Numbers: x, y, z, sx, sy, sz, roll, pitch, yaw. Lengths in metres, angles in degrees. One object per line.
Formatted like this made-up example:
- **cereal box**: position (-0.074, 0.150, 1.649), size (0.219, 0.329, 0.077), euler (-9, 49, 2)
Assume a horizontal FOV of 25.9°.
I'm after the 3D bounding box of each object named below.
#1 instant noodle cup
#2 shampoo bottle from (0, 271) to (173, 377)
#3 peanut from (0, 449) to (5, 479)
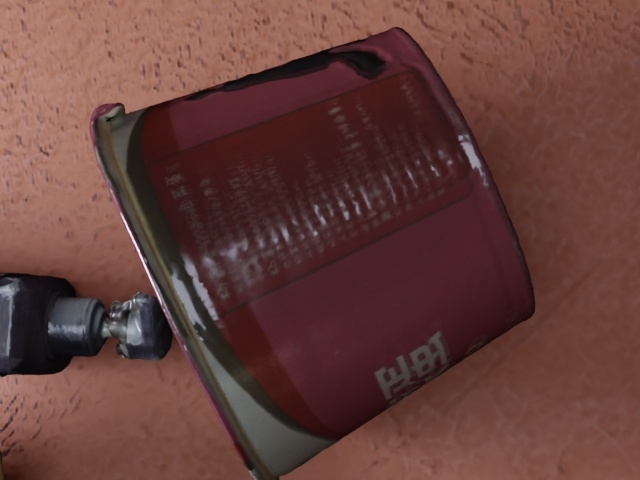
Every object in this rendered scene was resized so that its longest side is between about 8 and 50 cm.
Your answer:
- **instant noodle cup**: position (0.000, 0.000, 0.770), size (0.178, 0.235, 0.235), euler (-25, 84, -1)
- **shampoo bottle**: position (-0.244, 0.051, 0.863), size (0.309, 0.098, 0.071), euler (3, 83, 9)
- **peanut**: position (-0.258, 0.243, 0.836), size (0.152, 0.152, 0.313), euler (3, 85, 10)
